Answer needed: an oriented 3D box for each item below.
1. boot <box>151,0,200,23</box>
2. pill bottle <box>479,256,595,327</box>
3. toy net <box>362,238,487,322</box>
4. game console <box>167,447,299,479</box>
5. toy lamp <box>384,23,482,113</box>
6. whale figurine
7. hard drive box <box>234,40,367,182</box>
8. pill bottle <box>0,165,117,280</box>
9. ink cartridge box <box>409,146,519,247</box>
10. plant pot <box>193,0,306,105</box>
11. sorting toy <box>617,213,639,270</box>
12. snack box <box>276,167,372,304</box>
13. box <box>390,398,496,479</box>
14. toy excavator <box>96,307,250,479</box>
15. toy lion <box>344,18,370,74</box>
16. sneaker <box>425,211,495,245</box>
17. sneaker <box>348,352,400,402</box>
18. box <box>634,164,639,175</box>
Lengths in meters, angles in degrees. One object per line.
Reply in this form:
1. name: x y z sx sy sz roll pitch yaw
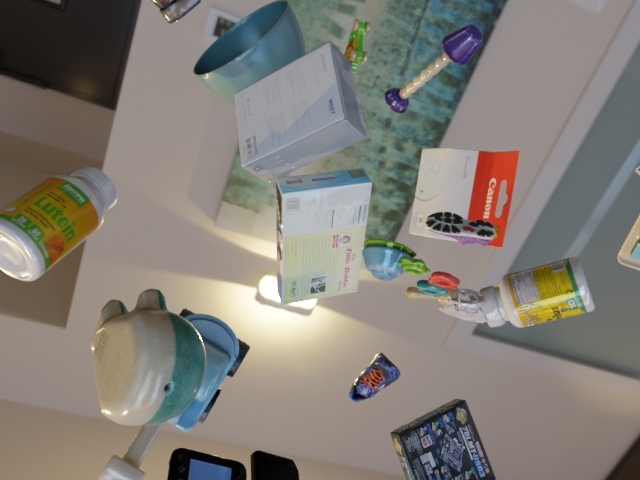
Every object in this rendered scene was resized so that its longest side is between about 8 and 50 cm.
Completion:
1. boot: -0.265 -0.543 0.962 0.229 0.263 0.091 47 170 -36
2. pill bottle: 0.448 0.116 1.155 0.117 0.209 0.117 46 -146 -44
3. toy net: 0.166 0.057 0.752 0.232 0.045 0.122 27 158 -31
4. game console: -0.192 0.584 1.283 0.361 0.044 0.213 27 -148 -29
5. toy lamp: 0.263 -0.400 1.296 0.080 0.275 0.080 15 -121 -28
6. whale figurine: -0.282 0.184 0.887 0.141 0.216 0.272 19 178 -39
7. hard drive box: -0.044 -0.243 1.067 0.089 0.232 0.181 27 -131 -55
8. pill bottle: -0.518 -0.045 1.078 0.136 0.136 0.245 25 -138 7
9. ink cartridge box: 0.457 -0.149 1.812 0.091 0.308 0.385 8 -177 -27
10. plant pot: -0.150 -0.440 1.412 0.195 0.290 0.290 51 -176 -34
11. sorting toy: 0.807 0.015 1.253 0.193 0.208 0.038 22 -128 22
12. snack box: 0.000 0.000 1.194 0.187 0.321 0.060 -8 -138 -14
13. box: 0.420 0.737 1.882 0.294 0.295 0.073 -19 176 -23
14. toy excavator: -0.365 0.376 1.350 0.222 0.432 0.445 32 166 -2
15. toy lion: 0.068 -0.393 1.142 0.034 0.100 0.096 7 177 -16
16. sneaker: 0.336 -0.017 1.345 0.170 0.071 0.068 14 -127 3
17. sneaker: 0.138 0.371 1.445 0.083 0.221 0.087 42 -127 15
18. box: 0.672 -0.161 0.951 0.114 0.207 0.036 48 -145 16
